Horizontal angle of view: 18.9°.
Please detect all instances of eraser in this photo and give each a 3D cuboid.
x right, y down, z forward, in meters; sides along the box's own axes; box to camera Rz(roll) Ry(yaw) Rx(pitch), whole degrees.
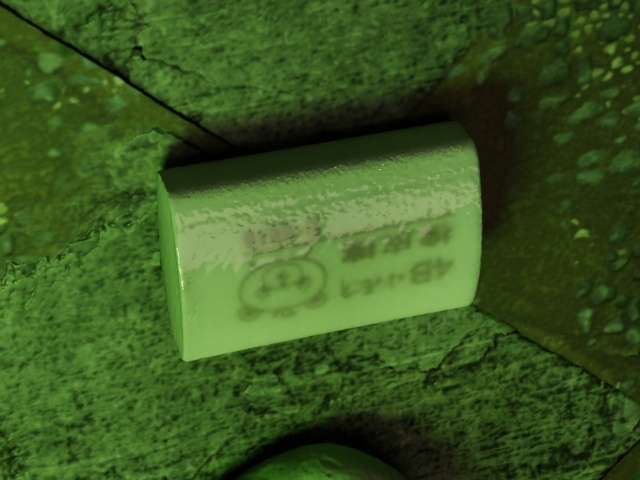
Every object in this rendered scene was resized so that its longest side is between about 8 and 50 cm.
[{"bbox_3d":[0.000,0.000,1.657,0.270,0.095,0.174,-11,126,-14],"label":"eraser"}]

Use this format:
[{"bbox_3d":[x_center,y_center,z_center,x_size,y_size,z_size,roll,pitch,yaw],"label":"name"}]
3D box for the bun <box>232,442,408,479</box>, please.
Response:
[{"bbox_3d":[-0.007,0.343,1.857,0.283,0.179,0.283,-10,130,-11],"label":"bun"}]
